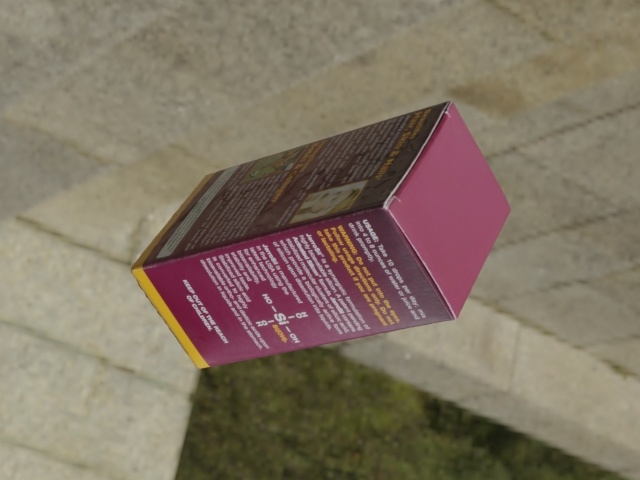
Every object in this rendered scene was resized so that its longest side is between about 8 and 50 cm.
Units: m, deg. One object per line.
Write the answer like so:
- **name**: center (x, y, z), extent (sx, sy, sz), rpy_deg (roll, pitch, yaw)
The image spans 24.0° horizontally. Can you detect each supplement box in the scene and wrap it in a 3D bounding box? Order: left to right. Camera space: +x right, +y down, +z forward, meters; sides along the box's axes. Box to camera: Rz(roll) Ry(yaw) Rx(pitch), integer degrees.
- **supplement box**: center (0.000, 0.000, 0.861), extent (0.188, 0.104, 0.081), rpy_deg (-14, 119, 37)
